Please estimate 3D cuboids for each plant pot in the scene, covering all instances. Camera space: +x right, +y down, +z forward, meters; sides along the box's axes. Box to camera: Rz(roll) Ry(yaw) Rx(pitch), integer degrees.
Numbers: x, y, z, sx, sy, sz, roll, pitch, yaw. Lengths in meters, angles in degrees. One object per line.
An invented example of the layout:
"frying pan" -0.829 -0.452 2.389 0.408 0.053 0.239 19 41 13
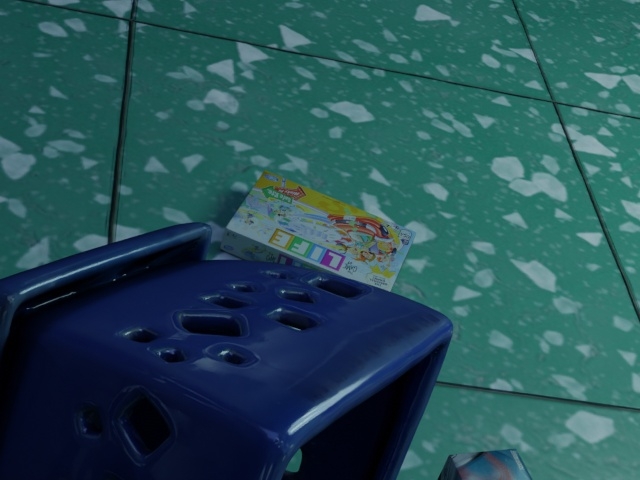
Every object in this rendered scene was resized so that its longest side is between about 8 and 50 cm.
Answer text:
"plant pot" -0.086 0.124 0.699 0.212 0.236 0.236 27 22 20

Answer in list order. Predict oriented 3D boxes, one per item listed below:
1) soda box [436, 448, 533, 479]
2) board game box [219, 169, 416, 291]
"soda box" 0.136 0.232 0.821 0.058 0.063 0.183 -1 41 -24
"board game box" 0.000 0.000 1.086 0.154 0.026 0.103 22 38 5
